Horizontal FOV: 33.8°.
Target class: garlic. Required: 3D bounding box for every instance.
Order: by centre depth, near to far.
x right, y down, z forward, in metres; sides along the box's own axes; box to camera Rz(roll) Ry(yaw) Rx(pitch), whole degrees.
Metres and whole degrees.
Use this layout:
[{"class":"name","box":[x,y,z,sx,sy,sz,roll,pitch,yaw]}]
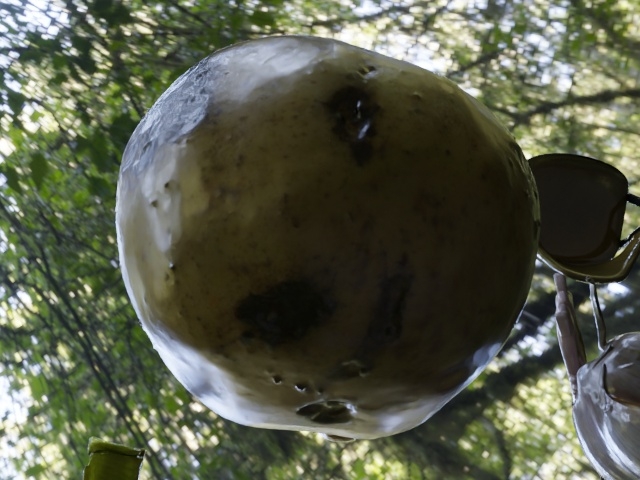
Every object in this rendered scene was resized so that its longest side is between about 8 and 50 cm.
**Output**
[{"class":"garlic","box":[0.370,0.145,1.117,0.207,0.207,0.257,-16,-77,-23]}]

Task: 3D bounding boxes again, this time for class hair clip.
[{"class":"hair clip","box":[-0.188,0.246,0.843,0.072,0.046,0.173,11,-101,7]}]

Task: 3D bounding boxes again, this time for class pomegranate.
[{"class":"pomegranate","box":[0.000,0.000,0.696,0.281,0.281,0.281,-9,-70,-26]}]

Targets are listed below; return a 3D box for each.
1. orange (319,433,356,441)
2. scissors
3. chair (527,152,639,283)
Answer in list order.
[{"class":"orange","box":[0.026,0.189,1.196,0.085,0.085,0.085,-9,-70,-26]},{"class":"scissors","box":[0.335,0.195,1.347,0.024,0.160,0.318,-11,-61,16]},{"class":"chair","box":[0.318,-0.024,1.355,0.158,0.247,0.172,8,-96,-4]}]
